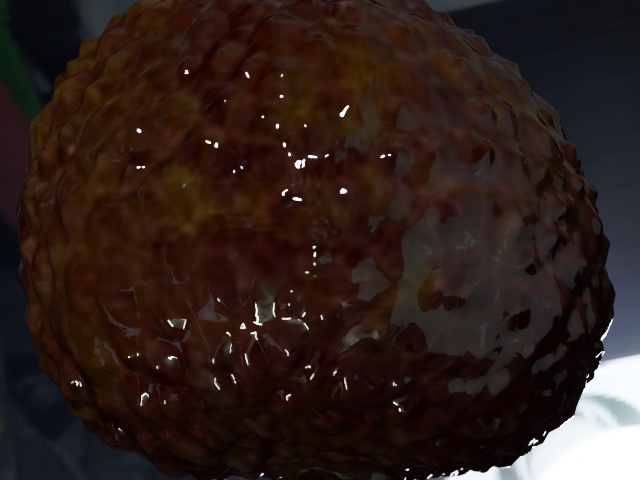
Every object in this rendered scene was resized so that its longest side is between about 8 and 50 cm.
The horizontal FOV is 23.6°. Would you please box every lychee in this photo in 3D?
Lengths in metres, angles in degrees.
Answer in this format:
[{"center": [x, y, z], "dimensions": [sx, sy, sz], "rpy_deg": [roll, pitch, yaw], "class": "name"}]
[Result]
[{"center": [0.000, 0.000, 0.679], "dimensions": [0.260, 0.260, 0.261], "rpy_deg": [-12, -90, -79], "class": "lychee"}]
